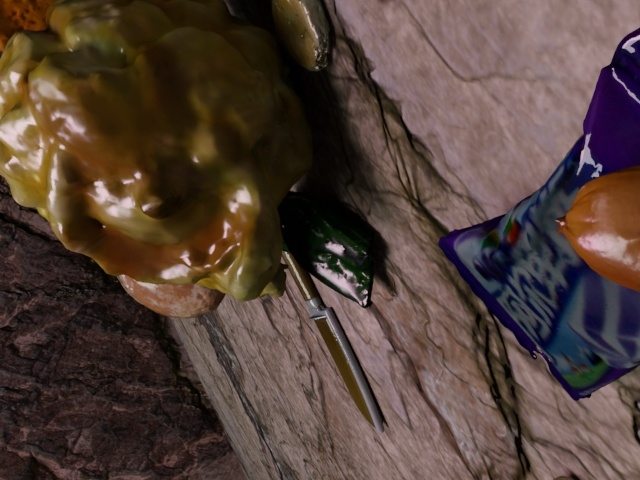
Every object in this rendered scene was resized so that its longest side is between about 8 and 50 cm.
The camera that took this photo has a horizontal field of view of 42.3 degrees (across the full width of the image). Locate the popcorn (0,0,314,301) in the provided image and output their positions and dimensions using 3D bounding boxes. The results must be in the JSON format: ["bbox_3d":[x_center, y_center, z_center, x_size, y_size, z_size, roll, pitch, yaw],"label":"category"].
[{"bbox_3d":[-0.147,-0.097,0.802,0.274,0.335,0.279,13,86,70],"label":"popcorn"}]

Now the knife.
[{"bbox_3d":[0.002,0.105,1.100,0.343,0.027,0.061,64,159,-5],"label":"knife"}]

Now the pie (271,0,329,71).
[{"bbox_3d":[-0.016,-0.186,0.714,0.084,0.020,0.084,51,158,29],"label":"pie"}]

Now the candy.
[{"bbox_3d":[0.152,0.009,0.451,0.145,0.070,0.275,51,157,9],"label":"candy"}]

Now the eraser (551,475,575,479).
[{"bbox_3d":[0.215,0.287,0.702,0.117,0.058,0.172,50,159,36],"label":"eraser"}]

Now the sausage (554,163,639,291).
[{"bbox_3d":[0.176,-0.008,0.310,0.183,0.054,0.062,-11,81,49],"label":"sausage"}]

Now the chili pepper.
[{"bbox_3d":[-0.002,0.001,0.894,0.224,0.061,0.098,36,143,59],"label":"chili pepper"}]

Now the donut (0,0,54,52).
[{"bbox_3d":[-0.331,-0.331,0.895,0.303,0.110,0.303,155,90,-90],"label":"donut"}]

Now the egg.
[{"bbox_3d":[-0.260,0.031,1.457,0.245,0.203,0.203,49,160,20],"label":"egg"}]
